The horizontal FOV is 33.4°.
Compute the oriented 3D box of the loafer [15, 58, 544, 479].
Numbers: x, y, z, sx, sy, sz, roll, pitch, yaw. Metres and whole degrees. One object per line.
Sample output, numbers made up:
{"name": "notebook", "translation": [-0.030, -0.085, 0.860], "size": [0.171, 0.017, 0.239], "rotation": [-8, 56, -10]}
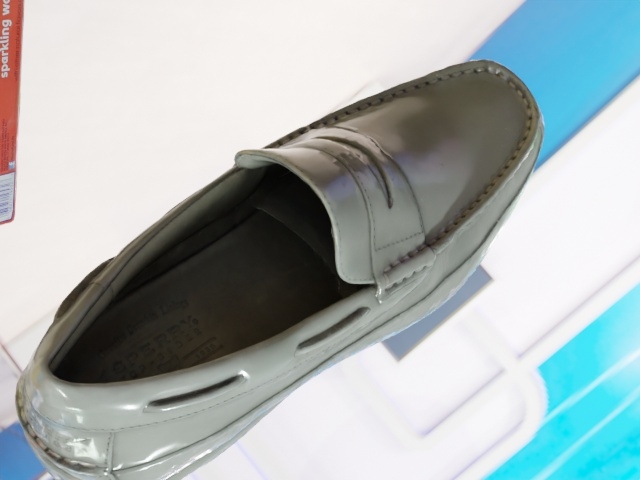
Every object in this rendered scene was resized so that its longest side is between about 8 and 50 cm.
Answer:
{"name": "loafer", "translation": [0.000, 0.000, 0.506], "size": [0.319, 0.112, 0.111], "rotation": [-40, 161, -27]}

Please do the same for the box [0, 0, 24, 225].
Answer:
{"name": "box", "translation": [-0.284, -0.133, 0.702], "size": [0.128, 0.123, 0.256], "rotation": [-22, 127, -51]}
